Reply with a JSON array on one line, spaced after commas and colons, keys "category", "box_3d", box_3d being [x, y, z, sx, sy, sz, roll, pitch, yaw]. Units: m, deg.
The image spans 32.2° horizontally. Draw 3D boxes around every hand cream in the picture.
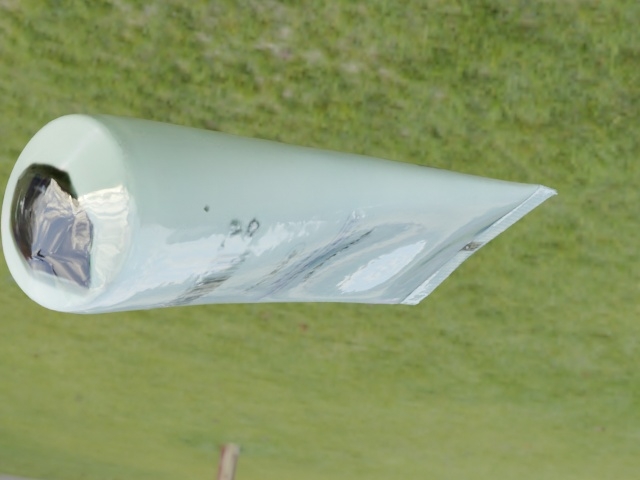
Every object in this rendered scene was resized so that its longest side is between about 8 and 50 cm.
[{"category": "hand cream", "box_3d": [0.000, 0.000, 0.496, 0.109, 0.067, 0.321, -42, 154, 26]}]
